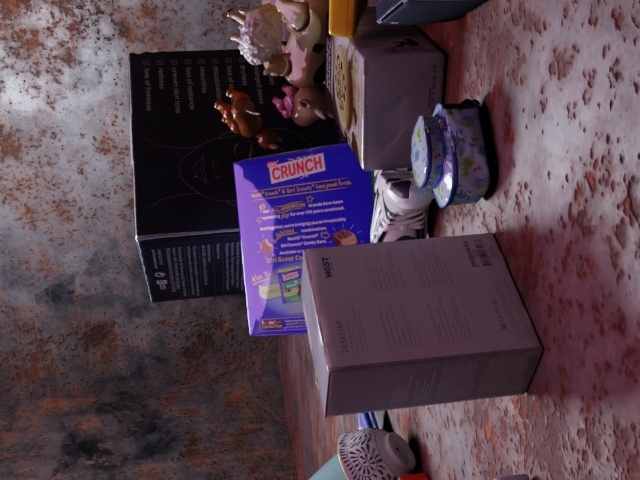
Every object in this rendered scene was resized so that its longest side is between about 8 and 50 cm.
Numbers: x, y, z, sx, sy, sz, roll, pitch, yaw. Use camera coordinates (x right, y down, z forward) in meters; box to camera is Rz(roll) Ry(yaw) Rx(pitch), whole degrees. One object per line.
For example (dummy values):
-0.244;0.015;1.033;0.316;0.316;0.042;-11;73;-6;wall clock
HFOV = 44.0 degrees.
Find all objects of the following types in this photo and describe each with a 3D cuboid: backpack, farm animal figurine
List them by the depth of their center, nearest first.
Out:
0.156;-0.099;0.963;0.105;0.084;0.114;103;158;-71;backpack
-0.015;-0.306;1.436;0.172;0.330;0.326;36;140;23;farm animal figurine

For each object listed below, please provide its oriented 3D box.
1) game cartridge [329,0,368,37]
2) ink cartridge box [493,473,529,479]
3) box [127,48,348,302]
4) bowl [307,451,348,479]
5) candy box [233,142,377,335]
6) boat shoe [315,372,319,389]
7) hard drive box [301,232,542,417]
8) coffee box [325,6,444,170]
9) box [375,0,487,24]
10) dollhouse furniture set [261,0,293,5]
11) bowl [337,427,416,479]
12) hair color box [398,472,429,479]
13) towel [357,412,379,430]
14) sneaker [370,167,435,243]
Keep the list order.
0.064;-0.492;1.155;0.323;0.053;0.285;-76;-9;-50;game cartridge
0.222;0.412;0.915;0.224;0.045;0.223;97;166;-57;ink cartridge box
-0.159;-0.153;1.729;0.297;0.472;0.479;98;165;-60;box
0.043;0.571;1.524;0.311;0.163;0.311;161;90;-73;bowl
0.000;0.000;1.396;0.122;0.268;0.317;-4;-91;-64;candy box
0.050;0.305;1.808;0.307;0.105;0.110;106;158;-66;boat shoe
0.105;0.090;0.903;0.089;0.232;0.181;94;168;-45;hard drive box
0.088;-0.244;1.219;0.297;0.119;0.168;-110;16;-60;coffee box
0.127;-0.371;0.932;0.153;0.108;0.207;-142;48;-79;box
-0.012;-0.655;1.596;0.394;0.257;0.361;7;102;60;dollhouse furniture set
0.116;0.393;1.406;0.080;0.170;0.170;-42;34;20;bowl
0.164;0.488;1.325;0.093;0.054;0.167;-119;24;-68;hair color box
0.117;0.504;1.636;0.209;0.034;0.284;-108;11;-55;towel
0.126;-0.031;1.174;0.235;0.094;0.152;-130;35;-76;sneaker
